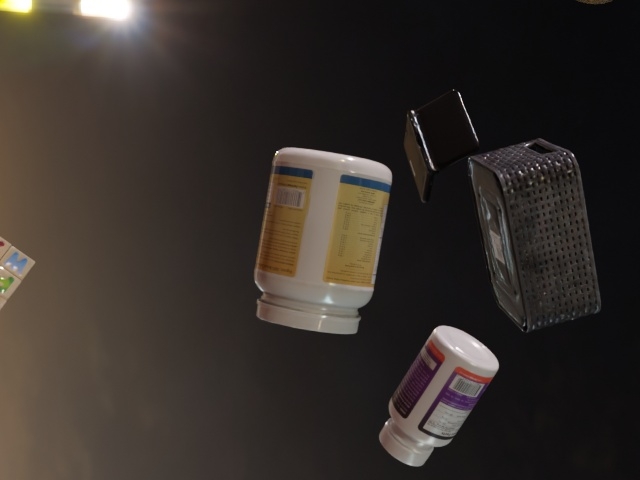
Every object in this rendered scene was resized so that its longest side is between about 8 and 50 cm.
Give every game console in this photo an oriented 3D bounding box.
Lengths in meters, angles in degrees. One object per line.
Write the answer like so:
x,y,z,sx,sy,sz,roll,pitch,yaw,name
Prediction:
0.168,-0.132,1.274,0.107,0.071,0.122,93,-12,-51,game console

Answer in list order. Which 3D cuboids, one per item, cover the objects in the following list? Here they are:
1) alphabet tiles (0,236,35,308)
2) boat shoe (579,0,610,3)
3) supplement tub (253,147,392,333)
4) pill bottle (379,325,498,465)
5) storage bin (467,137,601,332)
-0.516,0.023,1.167,0.009,0.237,0.198,-39,-161,40,alphabet tiles
0.302,-0.373,0.766,0.342,0.123,0.123,-61,177,0,boat shoe
0.000,0.000,1.060,0.144,0.144,0.200,12,-87,63,supplement tub
0.167,0.231,1.319,0.194,0.108,0.108,-60,-144,17,pill bottle
0.226,-0.007,0.967,0.122,0.084,0.180,-118,-166,-73,storage bin
